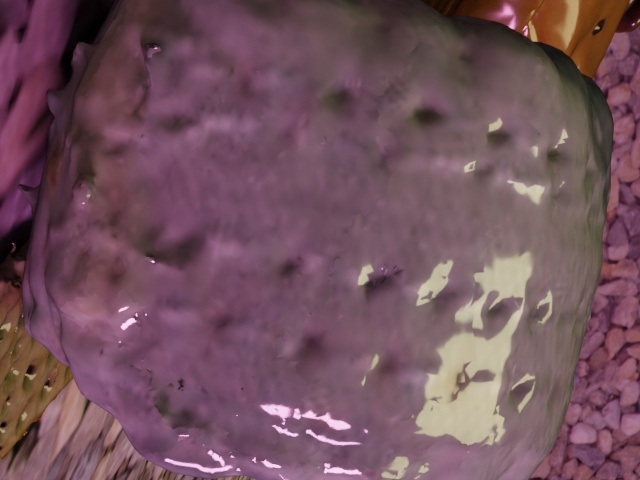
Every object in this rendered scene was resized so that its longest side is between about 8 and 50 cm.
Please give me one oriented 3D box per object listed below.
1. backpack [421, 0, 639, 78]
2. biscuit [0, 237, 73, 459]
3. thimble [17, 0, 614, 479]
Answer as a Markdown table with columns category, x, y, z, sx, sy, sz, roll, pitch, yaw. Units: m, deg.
| category | x | y | z | sx | sy | sz | roll | pitch | yaw |
| --- | --- | --- | --- | --- | --- | --- | --- | --- | --- |
| backpack | 0.129 | -0.184 | 0.736 | 0.378 | 0.201 | 0.353 | 101 | 13 | -73 |
| biscuit | -0.143 | 0.065 | 0.441 | 0.203 | 0.016 | 0.144 | -54 | 168 | -55 |
| thimble | 0.000 | 0.000 | 0.421 | 0.250 | 0.205 | 0.171 | 18 | 85 | -51 |
